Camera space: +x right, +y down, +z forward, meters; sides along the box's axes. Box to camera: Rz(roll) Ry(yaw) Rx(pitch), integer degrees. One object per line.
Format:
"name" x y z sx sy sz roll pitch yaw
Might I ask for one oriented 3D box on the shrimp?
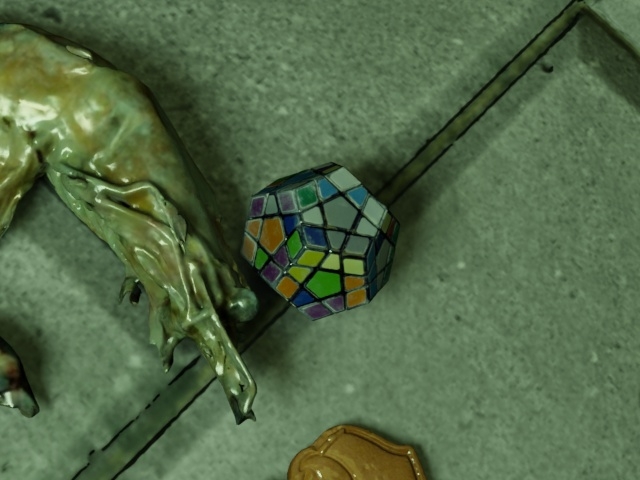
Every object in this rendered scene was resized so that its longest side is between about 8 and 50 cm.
"shrimp" -0.179 -0.001 0.808 0.360 0.085 0.247 44 71 8

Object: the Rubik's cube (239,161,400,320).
"Rubik's cube" 0.000 0.000 0.851 0.111 0.093 0.111 6 67 -14

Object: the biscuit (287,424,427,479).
"biscuit" 0.015 0.177 0.818 0.130 0.019 0.102 -27 78 -27
